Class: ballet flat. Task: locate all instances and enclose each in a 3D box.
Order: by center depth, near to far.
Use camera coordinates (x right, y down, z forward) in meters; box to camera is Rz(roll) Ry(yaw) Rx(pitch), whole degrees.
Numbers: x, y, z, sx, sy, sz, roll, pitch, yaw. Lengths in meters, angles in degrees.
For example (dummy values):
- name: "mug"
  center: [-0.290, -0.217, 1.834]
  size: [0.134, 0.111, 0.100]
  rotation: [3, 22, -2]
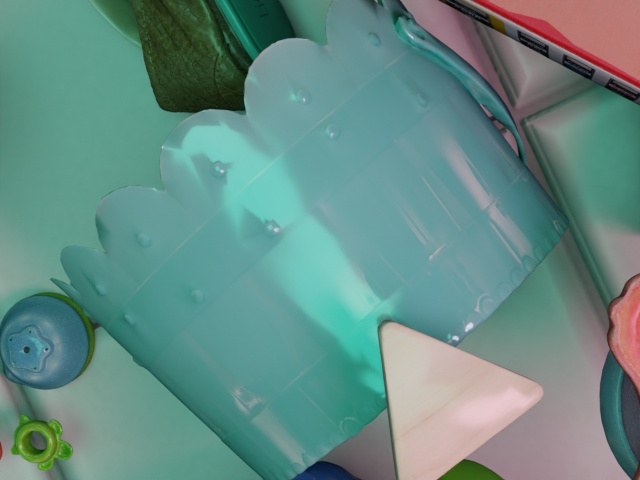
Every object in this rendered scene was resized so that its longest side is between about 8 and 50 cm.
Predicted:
- name: "ballet flat"
  center: [-0.131, -0.237, 0.961]
  size: [0.124, 0.116, 0.342]
  rotation: [-21, 95, 29]

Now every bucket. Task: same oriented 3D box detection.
- name: "bucket"
  center: [0.000, 0.000, 0.870]
  size: [0.281, 0.281, 0.183]
  rotation: [-42, 90, 10]

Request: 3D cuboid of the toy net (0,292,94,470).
- name: "toy net"
  center: [-0.278, 0.092, 1.033]
  size: [0.232, 0.045, 0.122]
  rotation: [5, 97, 10]

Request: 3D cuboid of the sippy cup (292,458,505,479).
- name: "sippy cup"
  center: [0.023, 0.268, 0.919]
  size: [0.224, 0.240, 0.305]
  rotation: [41, 90, 15]

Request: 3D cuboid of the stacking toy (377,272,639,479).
- name: "stacking toy"
  center: [0.149, 0.164, 0.771]
  size: [0.279, 0.130, 0.309]
  rotation: [3, 89, -2]

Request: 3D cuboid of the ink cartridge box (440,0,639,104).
- name: "ink cartridge box"
  center: [0.101, -0.174, 0.735]
  size: [0.309, 0.272, 0.130]
  rotation: [29, 99, 7]
